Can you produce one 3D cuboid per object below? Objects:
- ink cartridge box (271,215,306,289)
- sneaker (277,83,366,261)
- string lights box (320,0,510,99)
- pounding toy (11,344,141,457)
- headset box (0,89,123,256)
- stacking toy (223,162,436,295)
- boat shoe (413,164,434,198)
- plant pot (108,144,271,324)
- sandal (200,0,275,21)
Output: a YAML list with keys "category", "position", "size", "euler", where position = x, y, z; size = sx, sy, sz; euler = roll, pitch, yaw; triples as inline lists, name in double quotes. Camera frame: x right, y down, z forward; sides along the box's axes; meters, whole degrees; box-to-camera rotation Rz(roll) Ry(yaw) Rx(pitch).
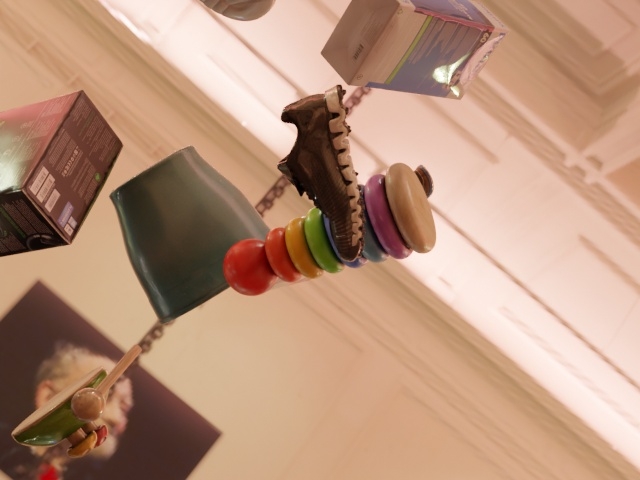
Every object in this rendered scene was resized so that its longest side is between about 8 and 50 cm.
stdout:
- category: "ink cartridge box"
  position: [-0.037, 0.023, 2.229]
  size: [0.237, 0.172, 0.100]
  euler: [-33, -106, 48]
- category: "sneaker"
  position: [-0.001, -0.083, 1.290]
  size: [0.078, 0.106, 0.234]
  euler: [-84, 165, -78]
- category: "string lights box"
  position: [0.138, -0.279, 1.368]
  size: [0.076, 0.260, 0.133]
  euler: [52, -57, 28]
- category: "pounding toy"
  position: [-0.384, 0.294, 1.601]
  size: [0.237, 0.183, 0.110]
  euler: [-31, -82, 34]
- category: "headset box"
  position: [-0.512, -0.100, 1.616]
  size: [0.283, 0.246, 0.131]
  euler: [-9, -47, 26]
- category: "stacking toy"
  position: [0.000, 0.000, 1.470]
  size: [0.330, 0.141, 0.141]
  euler: [-20, -50, 16]
- category: "boat shoe"
  position: [0.225, -0.114, 2.356]
  size: [0.066, 0.066, 0.183]
  euler: [54, -19, 23]
- category: "plant pot"
  position: [-0.248, -0.023, 1.791]
  size: [0.255, 0.272, 0.272]
  euler: [58, -25, -5]
- category: "sandal"
  position: [-0.220, -0.575, 1.841]
  size: [0.169, 0.102, 0.416]
  euler: [-15, -35, 30]
